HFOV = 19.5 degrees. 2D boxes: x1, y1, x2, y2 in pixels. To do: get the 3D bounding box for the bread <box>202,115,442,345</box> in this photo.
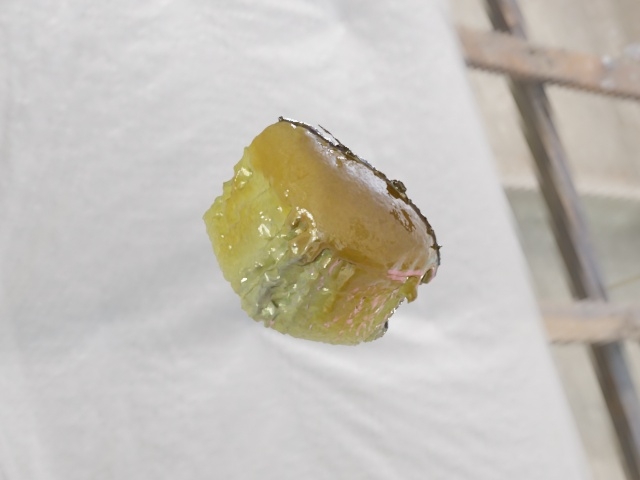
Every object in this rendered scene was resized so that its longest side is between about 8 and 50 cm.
[{"bbox_3d":[0.000,0.000,2.098,0.262,0.204,0.162,35,-151,-1],"label":"bread"}]
